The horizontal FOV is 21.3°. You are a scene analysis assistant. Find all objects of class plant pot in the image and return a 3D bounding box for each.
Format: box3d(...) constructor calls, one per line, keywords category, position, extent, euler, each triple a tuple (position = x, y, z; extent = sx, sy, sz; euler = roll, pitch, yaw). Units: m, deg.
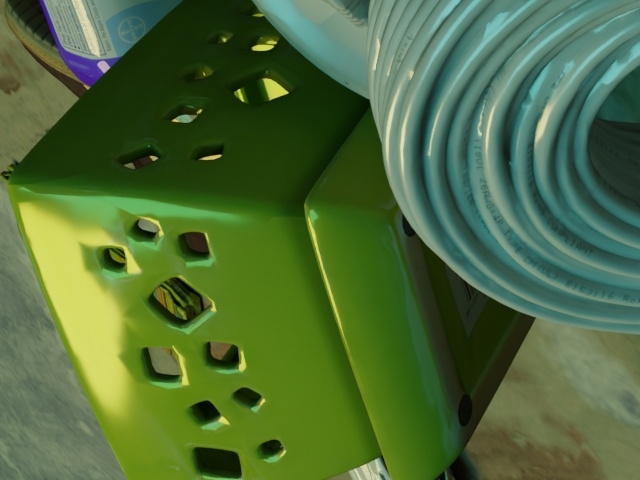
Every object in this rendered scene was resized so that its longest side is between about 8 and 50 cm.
box3d(category="plant pot", position=(0.000, 0.000, 0.938), extent=(0.207, 0.228, 0.227), euler=(3, 128, 30))

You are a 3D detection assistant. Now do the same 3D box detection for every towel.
box3d(category="towel", position=(-0.186, 0.027, 1.453), extent=(0.237, 0.021, 0.102), euler=(34, 146, 28))

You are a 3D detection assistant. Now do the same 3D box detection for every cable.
box3d(category="cable", position=(0.147, -0.066, 0.654), extent=(0.257, 0.089, 0.257), euler=(-21, 134, 20))

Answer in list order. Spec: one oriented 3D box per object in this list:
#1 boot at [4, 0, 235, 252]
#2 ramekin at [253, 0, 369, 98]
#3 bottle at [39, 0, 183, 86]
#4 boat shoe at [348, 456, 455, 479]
box3d(category="boot", position=(-0.117, -0.060, 1.182), extent=(0.248, 0.090, 0.207), euler=(31, 144, 26))
box3d(category="ramekin", position=(0.051, -0.177, 0.770), extent=(0.273, 0.127, 0.273), euler=(36, 148, 26))
box3d(category="bottle", position=(-0.133, -0.226, 0.987), extent=(0.092, 0.118, 0.283), euler=(22, 139, 42))
box3d(category="boat shoe", position=(0.066, 0.169, 1.225), extent=(0.184, 0.066, 0.063), euler=(63, 151, -2))
